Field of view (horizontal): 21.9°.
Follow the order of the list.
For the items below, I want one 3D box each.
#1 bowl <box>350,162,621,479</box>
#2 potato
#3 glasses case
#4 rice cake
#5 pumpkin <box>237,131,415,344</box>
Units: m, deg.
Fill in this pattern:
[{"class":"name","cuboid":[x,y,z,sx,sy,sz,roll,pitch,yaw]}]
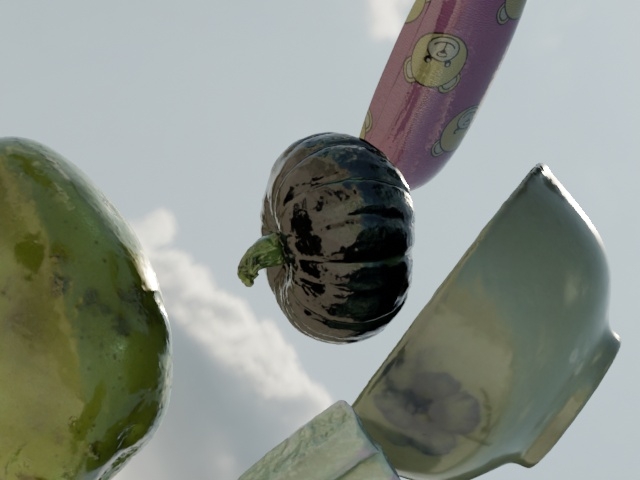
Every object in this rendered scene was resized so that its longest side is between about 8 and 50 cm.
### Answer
[{"class":"bowl","cuboid":[0.146,0.092,1.330,0.146,0.289,0.289,37,-31,6]},{"class":"potato","cuboid":[-0.226,0.063,1.338,0.216,0.216,0.304,103,-21,-52]},{"class":"glasses case","cuboid":[0.129,-0.181,1.751,0.076,0.123,0.316,50,-50,35]},{"class":"rice cake","cuboid":[-0.047,0.202,1.131,0.085,0.226,0.040,47,8,-33]},{"class":"pumpkin","cuboid":[0.013,-0.002,1.471,0.150,0.194,0.194,21,-25,-12]}]
